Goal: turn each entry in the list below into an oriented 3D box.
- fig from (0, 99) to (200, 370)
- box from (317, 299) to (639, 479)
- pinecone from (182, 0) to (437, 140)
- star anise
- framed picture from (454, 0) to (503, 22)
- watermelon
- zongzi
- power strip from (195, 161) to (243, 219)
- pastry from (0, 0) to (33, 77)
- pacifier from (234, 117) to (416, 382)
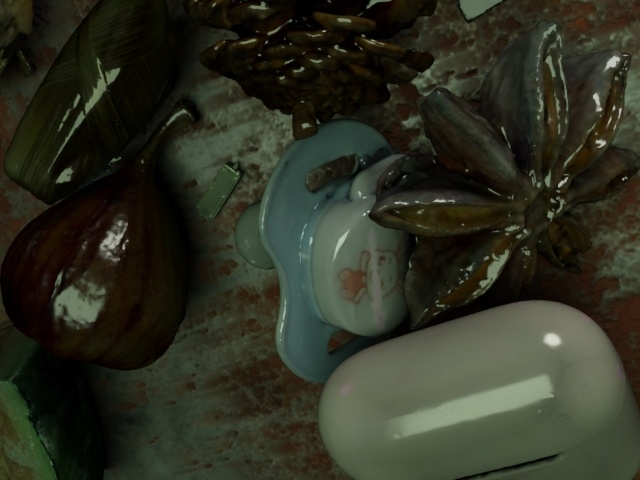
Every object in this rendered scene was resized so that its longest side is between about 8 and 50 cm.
[{"bbox_3d":[-0.224,-0.017,0.884,0.216,0.217,0.321,24,84,4],"label":"fig"},{"bbox_3d":[0.177,0.195,0.790,0.288,0.141,0.349,-19,143,19],"label":"box"},{"bbox_3d":[-0.009,-0.245,0.715,0.243,0.244,0.309,0,91,13],"label":"pinecone"},{"bbox_3d":[0.181,-0.056,0.739,0.117,0.331,0.332,45,121,44],"label":"star anise"},{"bbox_3d":[0.224,-0.409,0.717,0.338,0.014,0.255,-29,100,20],"label":"framed picture"},{"bbox_3d":[-0.401,0.239,1.020,0.301,0.151,0.264,-1,112,31],"label":"watermelon"},{"bbox_3d":[-0.227,-0.149,0.753,0.112,0.242,0.221,35,73,-7],"label":"zongzi"},{"bbox_3d":[-0.119,-0.060,0.909,0.027,0.017,0.083,37,112,-2],"label":"power strip"},{"bbox_3d":[-0.459,-0.315,0.830,0.329,0.136,0.330,7,113,16],"label":"pastry"},{"bbox_3d":[0.000,0.000,0.835,0.225,0.238,0.287,17,126,40],"label":"pacifier"}]
